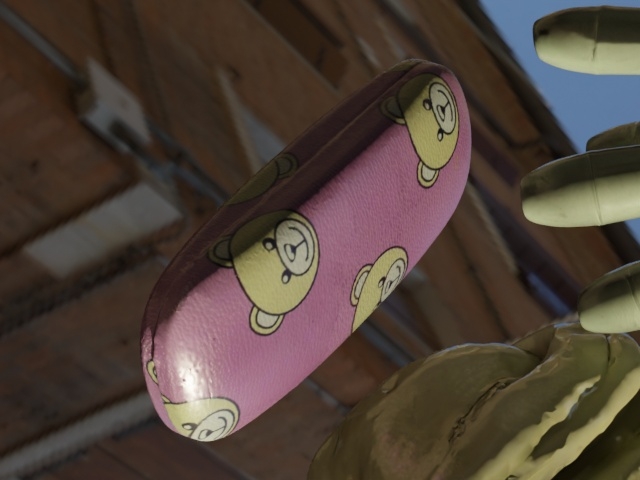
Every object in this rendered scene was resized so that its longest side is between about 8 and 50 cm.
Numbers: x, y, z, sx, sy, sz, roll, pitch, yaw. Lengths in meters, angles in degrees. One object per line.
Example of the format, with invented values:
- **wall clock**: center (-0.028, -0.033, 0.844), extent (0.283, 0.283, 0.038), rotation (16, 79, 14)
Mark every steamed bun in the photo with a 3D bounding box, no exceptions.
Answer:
- **steamed bun**: center (0.173, 0.250, 1.221), extent (0.339, 0.352, 0.247), rotation (-11, -146, -9)

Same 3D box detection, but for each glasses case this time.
- **glasses case**: center (0.000, 0.000, 1.005), extent (0.075, 0.123, 0.316), rotation (17, -135, 32)

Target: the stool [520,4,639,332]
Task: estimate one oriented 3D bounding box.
- **stool**: center (0.256, -0.055, 1.105), extent (0.198, 0.195, 0.195), rotation (-8, -127, 21)
